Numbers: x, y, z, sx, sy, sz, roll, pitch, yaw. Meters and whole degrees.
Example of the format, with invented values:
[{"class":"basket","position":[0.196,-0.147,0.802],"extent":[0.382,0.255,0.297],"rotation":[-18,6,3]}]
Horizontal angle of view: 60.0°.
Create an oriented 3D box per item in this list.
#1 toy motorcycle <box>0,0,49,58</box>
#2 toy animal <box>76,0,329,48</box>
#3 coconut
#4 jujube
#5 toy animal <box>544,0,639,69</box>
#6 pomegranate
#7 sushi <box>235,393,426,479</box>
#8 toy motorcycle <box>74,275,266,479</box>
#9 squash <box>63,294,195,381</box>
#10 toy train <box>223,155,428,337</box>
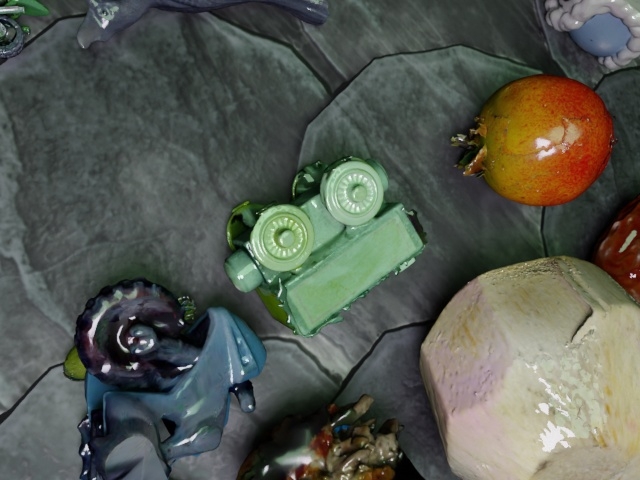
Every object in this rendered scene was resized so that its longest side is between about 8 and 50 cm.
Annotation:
[{"class":"toy motorcycle","position":[-0.455,-0.309,0.696],"extent":[0.190,0.074,0.106],"rotation":[29,69,-14]},{"class":"toy animal","position":[-0.179,-0.384,0.785],"extent":[0.367,0.081,0.206],"rotation":[-17,86,-26]},{"class":"coconut","position":[0.311,0.189,0.781],"extent":[0.352,0.352,0.353],"rotation":[2,85,-18]},{"class":"jujube","position":[0.581,0.009,0.950],"extent":[0.250,0.174,0.174],"rotation":[-41,98,-11]},{"class":"toy animal","position":[0.497,-0.417,0.969],"extent":[0.204,0.156,0.208],"rotation":[28,61,-10]},{"class":"pomegranate","position":[0.329,-0.151,0.866],"extent":[0.235,0.210,0.210],"rotation":[-12,89,6]},{"class":"sushi","position":[0.006,0.333,0.722],"extent":[0.218,0.225,0.238],"rotation":[37,33,14]},{"class":"toy motorcycle","position":[-0.179,0.249,0.686],"extent":[0.232,0.172,0.416],"rotation":[0,95,-32]},{"class":"squash","position":[-0.251,0.124,0.730],"extent":[0.183,0.052,0.052],"rotation":[-30,95,-17]},{"class":"toy train","position":[0.000,0.000,0.773],"extent":[0.271,0.159,0.188],"rotation":[-36,106,-17]}]
